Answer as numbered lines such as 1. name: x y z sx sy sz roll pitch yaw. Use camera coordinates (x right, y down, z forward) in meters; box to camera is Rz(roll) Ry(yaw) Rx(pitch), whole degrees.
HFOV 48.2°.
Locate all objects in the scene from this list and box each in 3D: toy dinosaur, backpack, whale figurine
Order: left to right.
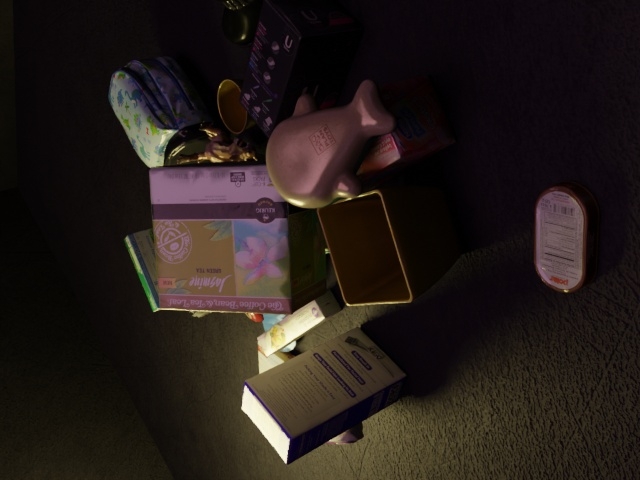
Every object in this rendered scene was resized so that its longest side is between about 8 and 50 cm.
1. backpack: -0.448 -0.362 2.054 0.290 0.273 0.356 129 129 -59
2. toy dinosaur: -0.227 -0.207 1.828 0.200 0.295 0.127 27 96 6
3. whale figurine: 0.030 -0.174 1.303 0.272 0.141 0.216 -37 75 29

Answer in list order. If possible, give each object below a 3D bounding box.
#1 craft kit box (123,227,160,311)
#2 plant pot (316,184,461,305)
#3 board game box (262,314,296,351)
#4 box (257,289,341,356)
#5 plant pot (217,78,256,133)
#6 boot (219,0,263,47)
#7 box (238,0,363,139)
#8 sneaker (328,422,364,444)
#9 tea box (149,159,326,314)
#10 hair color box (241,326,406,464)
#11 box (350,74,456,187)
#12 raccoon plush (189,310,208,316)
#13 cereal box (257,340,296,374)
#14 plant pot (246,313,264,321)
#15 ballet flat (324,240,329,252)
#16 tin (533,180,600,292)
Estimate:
1. craft kit box: -0.453 0.066 2.245 0.061 0.246 0.250 -33 78 59
2. plant pot: 0.150 -0.005 1.407 0.212 0.187 0.212 -12 97 57
3. board game box: -0.112 0.233 2.040 0.133 0.033 0.169 -1 107 47
4. box: -0.063 0.225 1.905 0.324 0.067 0.063 -39 77 48
5. plant pot: -0.183 -0.342 1.790 0.134 0.095 0.134 28 128 44
6. boot: -0.213 -0.544 1.582 0.131 0.260 0.348 63 145 11
7. box: -0.049 -0.369 1.525 0.143 0.165 0.270 52 143 26
8. sneaker: 0.033 0.399 1.771 0.305 0.114 0.152 -131 38 -76
9. tea box: -0.178 -0.016 1.605 0.329 0.220 0.324 -1 99 21
10. hair color box: 0.010 0.347 1.644 0.185 0.338 0.110 43 140 34
11. box: 0.098 -0.190 1.419 0.300 0.154 0.142 -27 84 57
12. raccoon plush: -0.332 0.027 2.032 0.299 0.216 0.446 63 168 11
13. cereal box: -0.118 0.425 2.128 0.173 0.047 0.240 30 129 44
14. plant pot: -0.142 0.104 1.843 0.191 0.174 0.191 53 167 17
15. ballet flat: 0.000 0.000 1.731 0.231 0.077 0.077 -10 83 58
16. tin: 0.404 -0.003 1.187 0.106 0.040 0.190 23 124 53
